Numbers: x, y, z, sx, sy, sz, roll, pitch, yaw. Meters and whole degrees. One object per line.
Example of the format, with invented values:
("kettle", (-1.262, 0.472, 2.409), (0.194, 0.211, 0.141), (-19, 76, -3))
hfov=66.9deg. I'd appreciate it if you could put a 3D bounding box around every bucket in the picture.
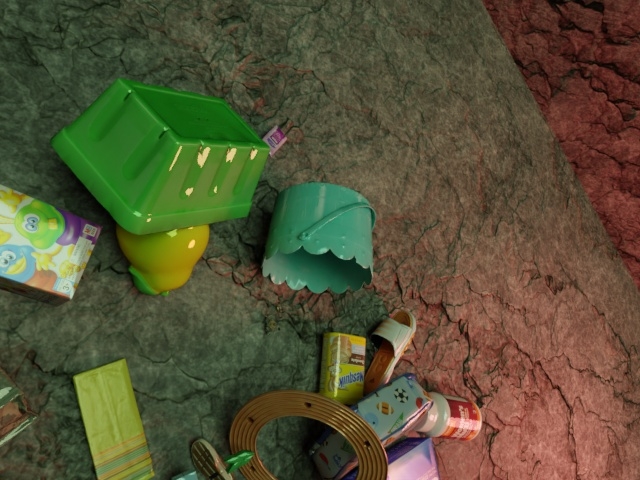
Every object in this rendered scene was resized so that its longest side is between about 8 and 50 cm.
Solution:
("bucket", (0.000, 0.000, 1.149), (0.281, 0.281, 0.183), (21, 63, -32))

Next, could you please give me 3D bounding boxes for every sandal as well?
("sandal", (0.173, 0.286, 1.308), (0.076, 0.102, 0.265), (45, 58, -23))

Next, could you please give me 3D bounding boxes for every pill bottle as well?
("pill bottle", (0.343, 0.496, 1.374), (0.221, 0.121, 0.121), (20, 68, -32))

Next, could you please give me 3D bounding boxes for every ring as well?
("ring", (-0.027, 0.438, 1.001), (0.337, 0.336, 0.032), (55, 24, -13))

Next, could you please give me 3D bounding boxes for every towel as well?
("towel", (-0.392, 0.355, 0.920), (0.102, 0.021, 0.237), (-13, 86, -44))

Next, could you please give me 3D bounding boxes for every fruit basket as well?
("fruit basket", (-0.308, -0.089, 0.954), (0.283, 0.392, 0.392), (46, 52, 12))

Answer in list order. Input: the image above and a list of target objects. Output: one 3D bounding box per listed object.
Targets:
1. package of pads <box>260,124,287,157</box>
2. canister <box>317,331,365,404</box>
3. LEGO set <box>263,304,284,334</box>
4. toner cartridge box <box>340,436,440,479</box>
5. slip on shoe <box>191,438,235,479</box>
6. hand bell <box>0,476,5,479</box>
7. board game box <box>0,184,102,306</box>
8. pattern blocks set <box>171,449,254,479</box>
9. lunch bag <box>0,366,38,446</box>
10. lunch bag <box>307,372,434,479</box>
("package of pads", (-0.127, -0.255, 1.256), (0.050, 0.032, 0.083), (49, 55, -20))
("canister", (0.056, 0.326, 1.229), (0.126, 0.073, 0.170), (17, 68, -34))
("LEGO set", (-0.116, 0.195, 1.167), (0.083, 0.023, 0.054), (-41, 107, -50))
("toner cartridge box", (0.182, 0.624, 1.202), (0.347, 0.075, 0.165), (-2, 76, -50))
("slip on shoe", (-0.219, 0.467, 1.010), (0.135, 0.051, 0.041), (55, 14, -4))
("hand bell", (-0.562, 0.492, 0.718), (0.126, 0.126, 0.242), (12, 83, -35))
("board game box", (-0.543, -0.005, 0.810), (0.275, 0.144, 0.142), (27, 64, -30))
("pattern blocks set", (-0.178, 0.591, 0.978), (0.285, 0.026, 0.325), (-6, 94, -25))
("lunch bag", (-0.599, 0.244, 0.656), (0.235, 0.169, 0.287), (42, 54, 10))
("lunch bag", (0.113, 0.450, 1.153), (0.303, 0.243, 0.115), (-14, 55, -37))
